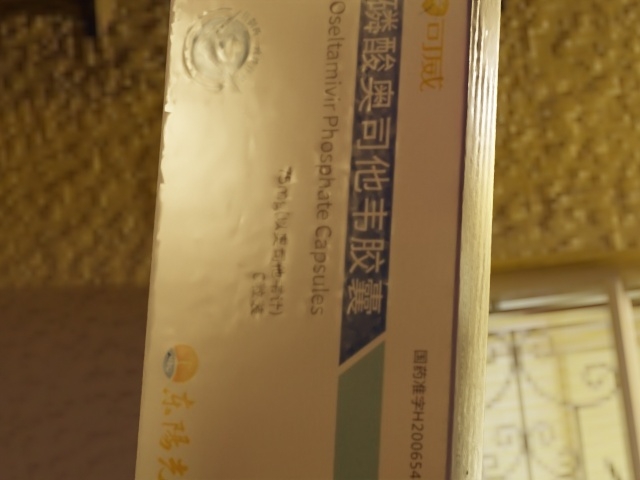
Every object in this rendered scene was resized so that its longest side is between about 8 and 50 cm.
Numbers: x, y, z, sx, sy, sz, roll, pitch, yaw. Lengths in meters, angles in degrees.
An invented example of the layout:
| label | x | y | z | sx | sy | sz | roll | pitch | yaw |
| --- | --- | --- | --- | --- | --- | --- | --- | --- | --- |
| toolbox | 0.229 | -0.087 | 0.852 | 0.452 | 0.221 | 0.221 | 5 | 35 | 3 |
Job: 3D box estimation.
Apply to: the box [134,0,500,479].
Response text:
| label | x | y | z | sx | sy | sz | roll | pitch | yaw |
| --- | --- | --- | --- | --- | --- | --- | --- | --- | --- |
| box | 0.000 | 0.000 | 1.064 | 0.200 | 0.343 | 0.065 | 0 | -11 | 21 |
